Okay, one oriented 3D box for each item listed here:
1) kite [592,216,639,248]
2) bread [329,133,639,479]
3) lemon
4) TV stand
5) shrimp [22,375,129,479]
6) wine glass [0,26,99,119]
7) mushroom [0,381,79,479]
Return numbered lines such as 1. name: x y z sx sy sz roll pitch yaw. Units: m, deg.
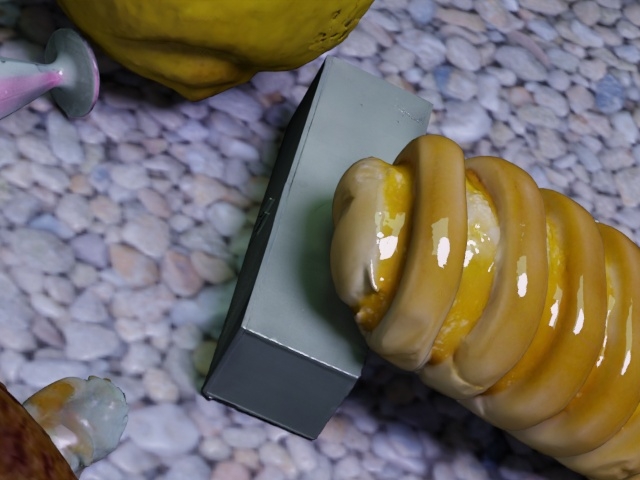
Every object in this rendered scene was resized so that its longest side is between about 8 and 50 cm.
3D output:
1. kite: 0.268 0.053 1.448 0.229 0.016 0.127 22 49 -8
2. bread: 0.139 0.044 1.261 0.311 0.121 0.172 30 47 -34
3. lemon: -0.070 -0.256 1.342 0.297 0.297 0.297 14 48 -16
4. TV stand: 0.000 0.000 1.310 0.088 0.082 0.269 26 45 -8
5. shrimp: -0.126 0.161 1.134 0.166 0.049 0.161 37 48 4
6. wine glass: -0.227 -0.102 1.284 0.155 0.073 0.073 -17 62 -36
7. mushroom: -0.283 0.193 0.844 0.331 0.334 0.356 42 31 -3
